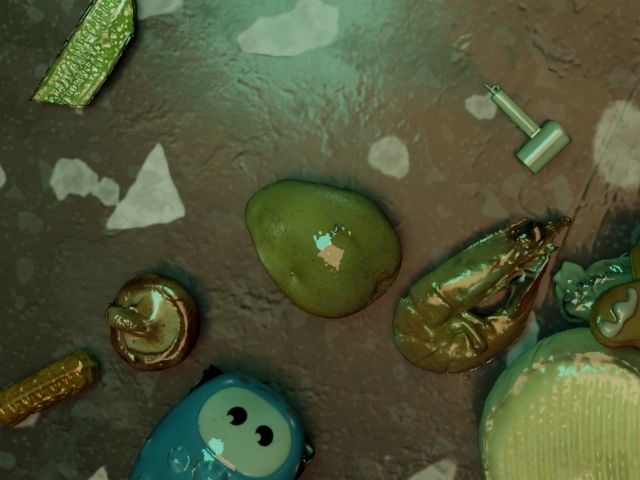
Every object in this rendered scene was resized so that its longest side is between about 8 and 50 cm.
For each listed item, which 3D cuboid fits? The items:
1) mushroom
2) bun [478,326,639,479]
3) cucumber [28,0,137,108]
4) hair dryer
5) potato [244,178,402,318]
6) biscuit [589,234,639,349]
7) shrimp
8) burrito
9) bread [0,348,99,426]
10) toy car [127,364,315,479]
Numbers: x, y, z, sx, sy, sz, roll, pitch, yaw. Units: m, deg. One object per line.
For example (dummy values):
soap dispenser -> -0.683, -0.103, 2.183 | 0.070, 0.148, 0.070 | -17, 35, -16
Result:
mushroom -> -0.210, 0.105, 1.253 | 0.127, 0.087, 0.127 | 2, 99, 10
bun -> 0.330, 0.243, 1.188 | 0.287, 0.146, 0.287 | 4, 103, 17
cucumber -> -0.274, -0.248, 1.234 | 0.070, 0.046, 0.220 | 34, 101, -2
hair dryer -> 0.239, -0.144, 1.200 | 0.124, 0.038, 0.063 | 46, 100, 4
potato -> 0.000, 0.000, 1.198 | 0.194, 0.157, 0.157 | 39, 100, 13
biscuit -> 0.454, 0.112, 1.098 | 0.301, 0.049, 0.197 | 37, 71, -2
shrimp -> 0.208, 0.064, 1.219 | 0.267, 0.061, 0.145 | -44, 100, 7
burrito -> 0.439, 0.051, 1.189 | 0.309, 0.066, 0.096 | -7, 102, 7
bread -> -0.361, 0.194, 1.302 | 0.157, 0.044, 0.052 | -28, 97, 9
toy car -> -0.136, 0.293, 1.221 | 0.188, 0.190, 0.255 | 39, 98, 1
